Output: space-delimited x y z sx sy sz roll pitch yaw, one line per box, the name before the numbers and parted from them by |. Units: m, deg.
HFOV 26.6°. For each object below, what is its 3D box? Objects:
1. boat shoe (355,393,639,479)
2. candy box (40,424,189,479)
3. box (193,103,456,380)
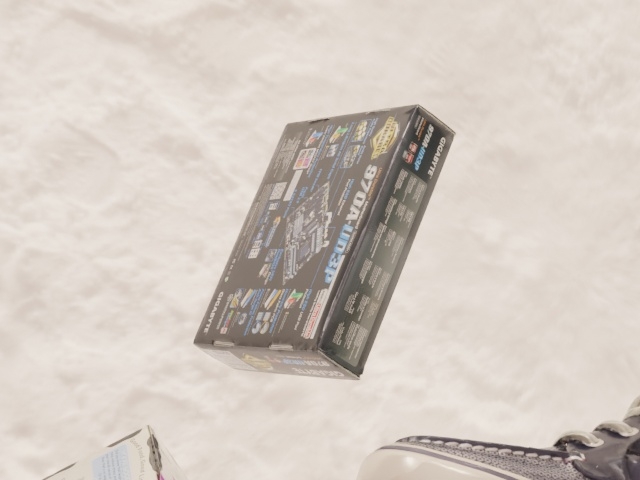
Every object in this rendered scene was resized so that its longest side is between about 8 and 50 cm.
boat shoe | 0.200 0.161 0.909 0.340 0.127 0.158 19 59 -2
candy box | -0.178 0.249 0.925 0.233 0.071 0.159 -28 122 2
box | 0.000 0.000 1.096 0.175 0.051 0.220 -3 59 52
